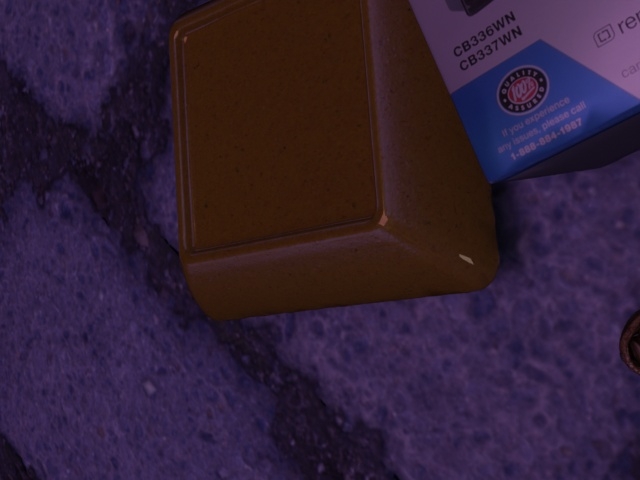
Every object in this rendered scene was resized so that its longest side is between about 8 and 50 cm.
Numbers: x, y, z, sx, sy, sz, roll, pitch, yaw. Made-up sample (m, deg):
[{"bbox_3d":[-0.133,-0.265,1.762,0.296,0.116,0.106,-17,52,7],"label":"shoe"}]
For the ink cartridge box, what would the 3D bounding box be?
[{"bbox_3d":[0.172,-0.201,0.496,0.198,0.197,0.270,-29,79,37],"label":"ink cartridge box"}]

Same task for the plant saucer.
[{"bbox_3d":[-0.025,-0.105,0.703,0.333,0.081,0.332,-11,81,38],"label":"plant saucer"}]

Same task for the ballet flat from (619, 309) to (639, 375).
[{"bbox_3d":[0.295,0.052,0.526,0.206,0.067,0.073,-32,76,36],"label":"ballet flat"}]
